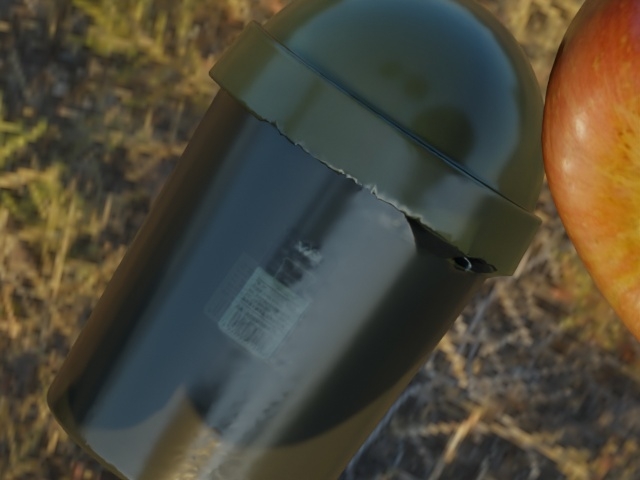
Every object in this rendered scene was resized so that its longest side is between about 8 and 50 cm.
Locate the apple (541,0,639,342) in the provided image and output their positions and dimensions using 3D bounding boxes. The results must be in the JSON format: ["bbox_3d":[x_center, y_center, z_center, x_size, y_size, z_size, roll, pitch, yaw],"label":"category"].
[{"bbox_3d":[0.234,-0.046,0.850,0.241,0.242,0.242,-25,63,-28],"label":"apple"}]

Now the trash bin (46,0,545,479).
[{"bbox_3d":[0.000,0.000,1.165,0.214,0.334,0.214,31,6,-4],"label":"trash bin"}]
